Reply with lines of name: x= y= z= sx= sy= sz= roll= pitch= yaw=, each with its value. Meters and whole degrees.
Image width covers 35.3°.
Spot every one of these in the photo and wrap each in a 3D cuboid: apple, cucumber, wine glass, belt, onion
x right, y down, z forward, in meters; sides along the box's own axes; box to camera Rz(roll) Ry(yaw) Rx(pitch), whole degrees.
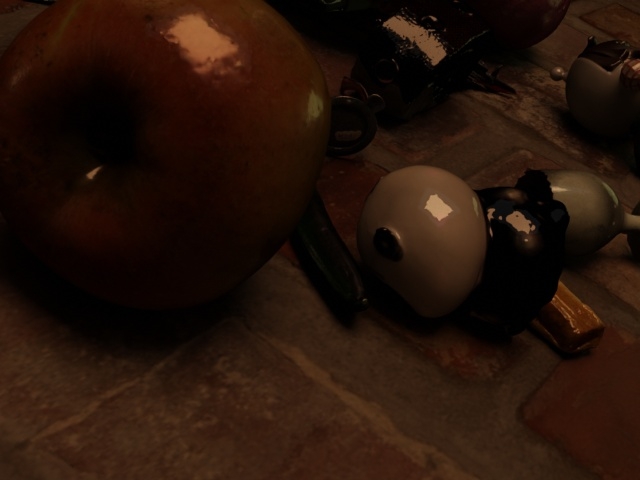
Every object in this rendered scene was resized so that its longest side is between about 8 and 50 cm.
apple: x=-0.158 y=-0.109 z=1.028 sx=0.338 sy=0.339 sz=0.305 roll=28 pitch=17 yaw=8
cucumber: x=0.000 y=0.000 z=1.218 sx=0.056 sy=0.056 sz=0.284 roll=6 pitch=32 yaw=-25
wine glass: x=0.394 y=-0.034 z=1.445 sx=0.241 sy=0.126 sz=0.126 roll=10 pitch=34 yaw=-24
belt: x=0.159 y=-0.314 z=1.654 sx=0.164 sy=0.184 sz=0.289 roll=43 pitch=36 yaw=9
onion: x=0.377 y=-0.571 z=2.027 sx=0.358 sy=0.345 sz=0.359 roll=18 pitch=57 yaw=-31

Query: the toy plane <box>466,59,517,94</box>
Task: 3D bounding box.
toy plane: x=0.287 y=-0.314 z=1.856 sx=0.189 sy=0.061 sz=0.130 roll=14 pitch=32 yaw=-13

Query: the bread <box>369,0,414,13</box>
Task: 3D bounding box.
bread: x=0.099 y=-0.555 z=1.813 sx=0.336 sy=0.204 sz=0.358 roll=7 pitch=31 yaw=-14

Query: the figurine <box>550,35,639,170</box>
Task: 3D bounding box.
figurine: x=0.577 y=-0.223 z=1.819 sx=0.370 sy=0.167 sz=0.281 roll=53 pitch=8 yaw=26

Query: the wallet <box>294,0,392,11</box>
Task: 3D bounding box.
wallet: x=0.024 y=-0.510 z=1.974 sx=0.250 sy=0.075 sz=0.176 roll=-12 pitch=42 yaw=-42

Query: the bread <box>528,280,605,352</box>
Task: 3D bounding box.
bread: x=0.294 y=0.087 z=1.268 sx=0.074 sy=0.053 sz=0.132 roll=-15 pitch=47 yaw=-39

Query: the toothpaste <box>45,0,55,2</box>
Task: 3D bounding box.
toothpaste: x=-0.466 y=-0.452 z=1.618 sx=0.067 sy=0.037 sz=0.255 roll=6 pitch=39 yaw=-25

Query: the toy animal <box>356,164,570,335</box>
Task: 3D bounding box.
toy animal: x=0.157 y=0.003 z=1.204 sx=0.235 sy=0.165 sz=0.187 roll=9 pitch=33 yaw=-18

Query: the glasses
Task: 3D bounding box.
glasses: x=-0.030 y=-0.246 z=1.505 sx=0.234 sy=0.118 sz=0.268 roll=14 pitch=33 yaw=-11
